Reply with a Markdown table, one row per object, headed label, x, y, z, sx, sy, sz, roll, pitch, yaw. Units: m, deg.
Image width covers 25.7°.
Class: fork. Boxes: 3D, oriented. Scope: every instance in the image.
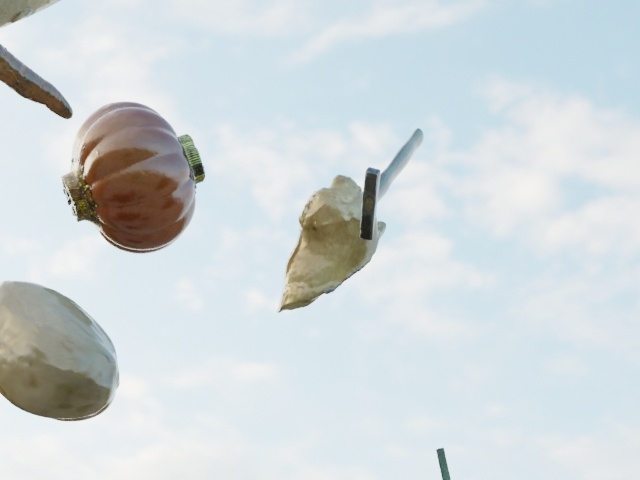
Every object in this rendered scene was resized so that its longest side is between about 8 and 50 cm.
| label | x | y | z | sx | sy | sz | roll | pitch | yaw |
| --- | --- | --- | --- | --- | --- | --- | --- | --- | --- |
| fork | 0.151 | 0.337 | 1.491 | 0.039 | 0.235 | 0.021 | -8 | -10 | -30 |

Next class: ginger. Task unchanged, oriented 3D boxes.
| label | x | y | z | sx | sy | sz | roll | pitch | yaw |
| --- | --- | --- | --- | --- | --- | --- | --- | --- | --- |
| ginger | -0.001 | 0.004 | 1.802 | 0.115 | 0.193 | 0.122 | 8 | -44 | 41 |

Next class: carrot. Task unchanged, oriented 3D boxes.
| label | x | y | z | sx | sy | sz | roll | pitch | yaw |
| --- | --- | --- | --- | --- | --- | --- | --- | --- | --- |
| carrot | -0.315 | -0.170 | 1.470 | 0.036 | 0.035 | 0.165 | -11 | -34 | 36 |

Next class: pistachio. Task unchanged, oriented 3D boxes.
| label | x | y | z | sx | sy | sz | roll | pitch | yaw |
| --- | --- | --- | --- | --- | --- | --- | --- | --- | --- |
| pistachio | -0.350 | 0.143 | 1.786 | 0.153 | 0.238 | 0.137 | -16 | -44 | -39 |

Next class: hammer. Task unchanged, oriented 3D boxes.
| label | x | y | z | sx | sy | sz | roll | pitch | yaw |
| --- | --- | --- | --- | --- | --- | --- | --- | --- | --- |
| hammer | 0.064 | -0.060 | 1.229 | 0.013 | 0.199 | 0.062 | 11 | -68 | 13 |

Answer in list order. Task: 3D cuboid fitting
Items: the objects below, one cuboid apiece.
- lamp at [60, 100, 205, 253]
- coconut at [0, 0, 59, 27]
| label | x | y | z | sx | sy | sz | roll | pitch | yaw |
| --- | --- | --- | --- | --- | --- | --- | --- | --- | --- |
| lamp | -0.268 | -0.089 | 2.009 | 0.197 | 0.223 | 0.223 | -19 | -20 | -16 |
| coconut | -0.271 | -0.265 | 0.923 | 0.237 | 0.237 | 0.266 | -9 | -67 | 34 |
